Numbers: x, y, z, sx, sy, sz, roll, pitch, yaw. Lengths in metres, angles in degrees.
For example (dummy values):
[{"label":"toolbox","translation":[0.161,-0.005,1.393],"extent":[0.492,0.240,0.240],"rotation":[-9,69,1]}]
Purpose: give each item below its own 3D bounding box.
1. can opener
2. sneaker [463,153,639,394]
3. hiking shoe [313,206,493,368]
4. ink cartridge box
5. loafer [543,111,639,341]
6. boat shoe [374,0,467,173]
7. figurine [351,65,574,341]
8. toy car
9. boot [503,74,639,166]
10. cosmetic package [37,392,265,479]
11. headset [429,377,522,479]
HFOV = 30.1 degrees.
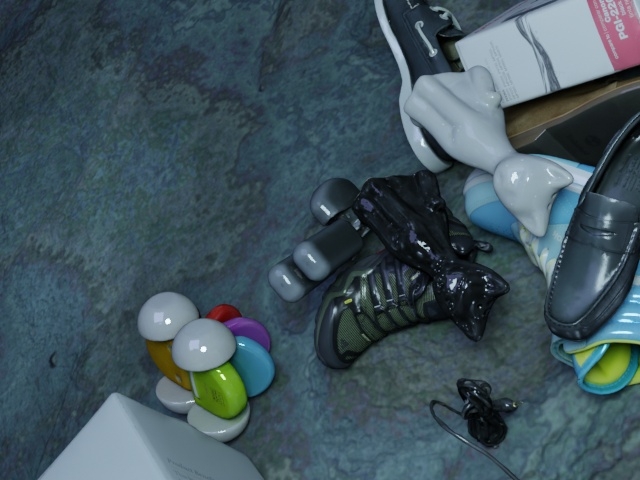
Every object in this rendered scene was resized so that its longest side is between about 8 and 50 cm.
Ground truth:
[{"label":"can opener","translation":[0.000,0.000,1.337],"extent":[0.074,0.093,0.280],"rotation":[-43,1,19]},{"label":"sneaker","translation":[0.243,0.035,1.181],"extent":[0.319,0.127,0.208],"rotation":[13,72,44]},{"label":"hiking shoe","translation":[0.086,0.062,1.322],"extent":[0.227,0.086,0.114],"rotation":[-50,40,2]},{"label":"ink cartridge box","translation":[0.278,-0.226,1.270],"extent":[0.218,0.092,0.158],"rotation":[-17,14,45]},{"label":"loafer","translation":[0.257,-0.016,1.076],"extent":[0.076,0.078,0.223],"rotation":[18,73,36]},{"label":"boat shoe","translation":[0.141,-0.224,1.448],"extent":[0.091,0.114,0.303],"rotation":[-27,61,26]},{"label":"figurine","translation":[0.148,-0.040,1.199],"extent":[0.209,0.092,0.215],"rotation":[54,129,41]},{"label":"toy car","translation":[-0.126,0.139,1.430],"extent":[0.136,0.159,0.182],"rotation":[-27,35,-27]},{"label":"boot","translation":[0.309,-0.145,1.262],"extent":[0.305,0.112,0.115],"rotation":[-17,43,34]},{"label":"cosmetic package","translation":[-0.096,0.374,1.174],"extent":[0.161,0.230,0.453],"rotation":[-48,43,6]},{"label":"headset","translation":[0.165,0.313,1.061],"extent":[0.243,0.185,0.394],"rotation":[-11,61,8]}]
